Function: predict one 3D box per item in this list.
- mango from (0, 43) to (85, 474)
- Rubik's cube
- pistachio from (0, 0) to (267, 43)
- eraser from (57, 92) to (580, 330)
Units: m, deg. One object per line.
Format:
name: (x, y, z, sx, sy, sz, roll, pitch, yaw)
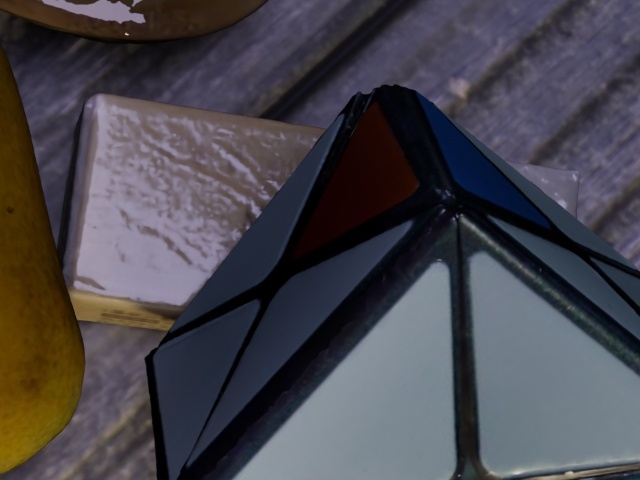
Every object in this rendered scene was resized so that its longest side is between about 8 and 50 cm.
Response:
mango: (-0.288, -0.021, 1.107, 0.264, 0.221, 0.378, -31, 93, -21)
Rubik's cube: (0.065, 0.090, 1.076, 0.246, 0.250, 0.248, 36, 103, -17)
pistachio: (-0.156, -0.210, 1.213, 0.261, 0.162, 0.212, -4, 43, -11)
eraser: (0.000, 0.000, 1.236, 0.344, 0.078, 0.144, 7, 76, -11)
